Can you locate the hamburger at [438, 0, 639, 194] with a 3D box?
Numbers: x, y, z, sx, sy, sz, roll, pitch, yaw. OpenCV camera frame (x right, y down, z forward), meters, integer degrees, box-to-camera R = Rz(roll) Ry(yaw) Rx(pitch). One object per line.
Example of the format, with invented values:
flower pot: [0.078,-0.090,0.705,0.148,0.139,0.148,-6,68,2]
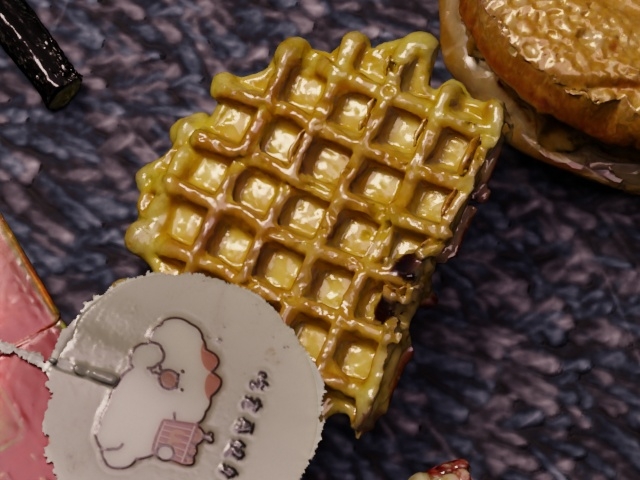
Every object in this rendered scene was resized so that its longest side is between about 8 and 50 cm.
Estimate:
hamburger: [0.237,-0.189,1.434,0.290,0.170,0.314,27,71,2]

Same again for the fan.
fan: [-0.158,0.087,1.311,0.329,0.009,0.191,20,70,0]

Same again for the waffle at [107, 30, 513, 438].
waffle: [0.000,0.000,1.385,0.309,0.065,0.283,-23,75,9]

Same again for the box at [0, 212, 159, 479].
box: [-0.223,0.162,1.331,0.197,0.089,0.313,-30,76,-11]

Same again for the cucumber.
cucumber: [-0.234,-0.166,1.465,0.039,0.043,0.163,-46,73,27]

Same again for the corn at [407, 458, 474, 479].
corn: [0.008,0.251,1.316,0.280,0.092,0.092,-36,78,-18]
